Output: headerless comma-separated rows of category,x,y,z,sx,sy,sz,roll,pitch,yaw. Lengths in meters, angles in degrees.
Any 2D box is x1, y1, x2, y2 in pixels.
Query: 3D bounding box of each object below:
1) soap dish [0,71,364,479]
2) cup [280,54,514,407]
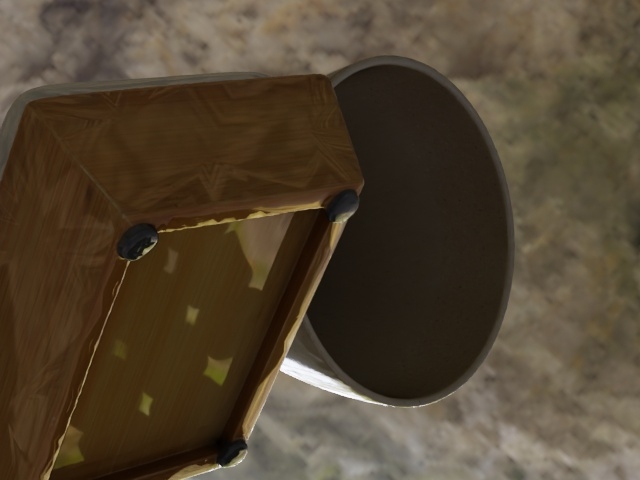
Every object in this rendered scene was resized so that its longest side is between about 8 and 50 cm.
soap dish,-0.111,0.039,0.951,0.229,0.118,0.291,-10,-45,-44
cup,0.000,0.000,1.524,0.331,0.237,0.331,7,-100,-45
